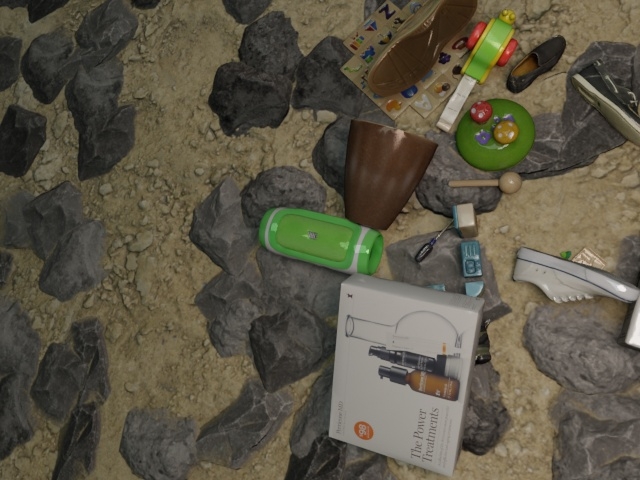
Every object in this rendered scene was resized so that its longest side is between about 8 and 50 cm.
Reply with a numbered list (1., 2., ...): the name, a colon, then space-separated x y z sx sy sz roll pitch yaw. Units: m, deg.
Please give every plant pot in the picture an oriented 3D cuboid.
1. plant pot: 0.143 -0.149 1.286 0.215 0.215 0.230 20 98 23

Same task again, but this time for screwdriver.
1. screwdriver: 0.286 -0.015 1.292 0.170 0.024 0.025 -51 38 -4

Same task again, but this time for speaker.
1. speaker: 0.000 0.000 1.334 0.297 0.131 0.131 14 83 22

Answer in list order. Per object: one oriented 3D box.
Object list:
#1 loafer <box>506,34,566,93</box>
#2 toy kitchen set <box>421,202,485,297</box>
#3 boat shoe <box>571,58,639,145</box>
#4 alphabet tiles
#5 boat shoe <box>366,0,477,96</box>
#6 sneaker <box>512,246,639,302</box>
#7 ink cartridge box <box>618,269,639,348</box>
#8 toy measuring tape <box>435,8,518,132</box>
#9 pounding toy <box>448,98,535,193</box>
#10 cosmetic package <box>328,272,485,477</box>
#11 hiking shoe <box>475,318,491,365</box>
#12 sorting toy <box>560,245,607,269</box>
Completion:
1. loafer: 0.516 -0.426 1.274 0.170 0.061 0.062 -46 66 5
2. toy kitchen set: 0.280 0.039 1.223 0.166 0.122 0.207 -8 75 18
3. boat shoe: 0.661 -0.305 1.182 0.079 0.084 0.233 -35 66 10
4. alphabet tiles: 0.226 -0.487 1.422 0.285 0.011 0.342 -43 67 6
5. boat shoe: 0.245 -0.504 1.364 0.341 0.121 0.110 -43 30 3
6. sneaker: 0.525 0.091 1.120 0.258 0.094 0.091 25 104 51
7. ink cartridge box: 0.732 0.107 1.046 0.197 0.114 0.272 18 86 23
8. toy measuring tape: 0.380 -0.419 1.287 0.121 0.121 0.330 30 88 23
9. pounding toy: 0.399 -0.238 1.249 0.183 0.110 0.236 10 81 22
10. cosmetic package: 0.174 0.281 1.146 0.285 0.097 0.377 11 107 24
11. hiking shoe: 0.270 0.220 1.219 0.227 0.086 0.114 2 66 14
12. sorting toy: 0.573 0.044 1.174 0.062 0.012 0.083 -48 70 10
